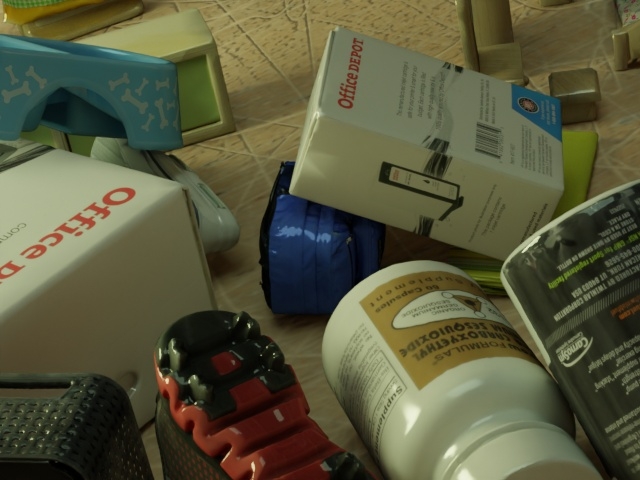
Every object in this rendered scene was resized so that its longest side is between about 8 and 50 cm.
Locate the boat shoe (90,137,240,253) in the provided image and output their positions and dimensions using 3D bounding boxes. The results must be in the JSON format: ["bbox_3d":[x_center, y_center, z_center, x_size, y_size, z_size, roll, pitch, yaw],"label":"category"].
[{"bbox_3d":[-0.141,-0.033,1.531,0.076,0.083,0.226,5,23,-28],"label":"boat shoe"}]

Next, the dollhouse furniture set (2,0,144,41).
[{"bbox_3d":[-0.319,-0.273,1.820,0.301,0.197,0.151,-23,33,-15],"label":"dollhouse furniture set"}]

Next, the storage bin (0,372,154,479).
[{"bbox_3d":[-0.175,0.180,1.108,0.122,0.180,0.084,-1,34,16],"label":"storage bin"}]

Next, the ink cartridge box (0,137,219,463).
[{"bbox_3d":[-0.317,0.047,1.364,0.395,0.166,0.285,16,41,36],"label":"ink cartridge box"}]

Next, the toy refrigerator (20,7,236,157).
[{"bbox_3d":[-0.226,-0.126,1.659,0.269,0.102,0.094,-16,33,-8],"label":"toy refrigerator"}]

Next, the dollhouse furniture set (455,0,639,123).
[{"bbox_3d":[0.306,-0.258,1.624,0.355,0.174,0.303,-7,34,9],"label":"dollhouse furniture set"}]

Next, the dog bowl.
[{"bbox_3d":[-0.245,-0.130,1.450,0.297,0.074,0.166,2,11,-42],"label":"dog bowl"}]

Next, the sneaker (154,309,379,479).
[{"bbox_3d":[-0.027,0.179,1.144,0.097,0.135,0.276,-18,55,-31],"label":"sneaker"}]

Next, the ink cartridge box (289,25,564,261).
[{"bbox_3d":[0.087,-0.077,1.392,0.203,0.086,0.148,17,35,-4],"label":"ink cartridge box"}]

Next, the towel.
[{"bbox_3d":[0.173,-0.027,1.460,0.102,0.021,0.237,4,35,14],"label":"towel"}]

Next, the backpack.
[{"bbox_3d":[0.000,0.000,1.401,0.101,0.098,0.120,1,34,12],"label":"backpack"}]

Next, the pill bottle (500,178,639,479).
[{"bbox_3d":[0.223,0.093,1.078,0.130,0.130,0.245,-23,74,-16],"label":"pill bottle"}]

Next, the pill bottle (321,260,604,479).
[{"bbox_3d":[0.096,0.121,1.156,0.131,0.131,0.229,-19,34,-11],"label":"pill bottle"}]
